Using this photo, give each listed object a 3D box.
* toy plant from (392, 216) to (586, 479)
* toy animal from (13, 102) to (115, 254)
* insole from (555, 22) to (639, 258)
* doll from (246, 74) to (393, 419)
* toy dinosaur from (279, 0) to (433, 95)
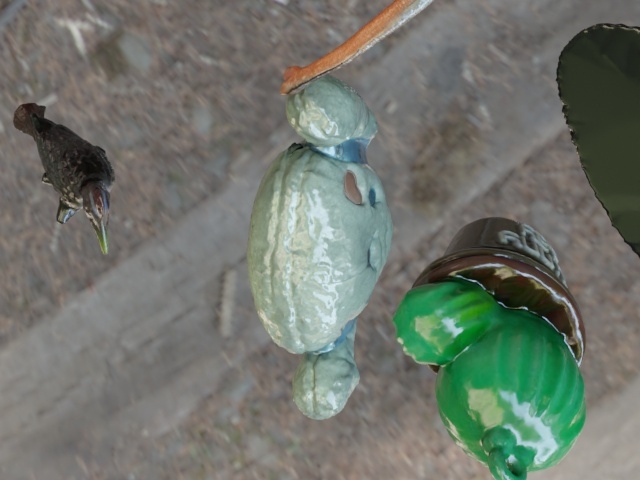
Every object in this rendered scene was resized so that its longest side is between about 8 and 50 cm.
[{"bbox_3d":[0.105,0.065,1.114,0.105,0.200,0.143,-35,114,27],"label":"toy plant"},{"bbox_3d":[-0.207,-0.054,1.521,0.070,0.202,0.105,-35,116,-6],"label":"toy animal"},{"bbox_3d":[0.235,0.023,0.980,0.348,0.119,0.009,52,53,-17],"label":"insole"},{"bbox_3d":[0.000,0.000,1.055,0.071,0.103,0.214,7,113,20],"label":"doll"},{"bbox_3d":[0.084,-0.166,0.780,0.055,0.101,0.279,39,108,-15],"label":"toy dinosaur"}]
